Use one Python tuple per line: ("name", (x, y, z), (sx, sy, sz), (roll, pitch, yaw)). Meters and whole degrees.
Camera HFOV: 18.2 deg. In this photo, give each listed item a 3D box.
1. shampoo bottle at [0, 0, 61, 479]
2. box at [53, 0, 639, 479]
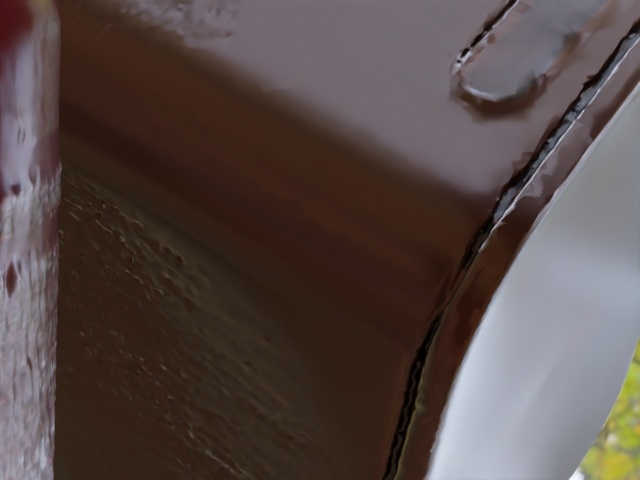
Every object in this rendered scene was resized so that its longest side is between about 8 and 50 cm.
("shampoo bottle", (-0.088, 0.040, 0.365), (0.076, 0.118, 0.314), (4, -79, 8))
("box", (0.000, 0.000, 0.810), (0.229, 0.239, 0.339), (31, -36, 17))
